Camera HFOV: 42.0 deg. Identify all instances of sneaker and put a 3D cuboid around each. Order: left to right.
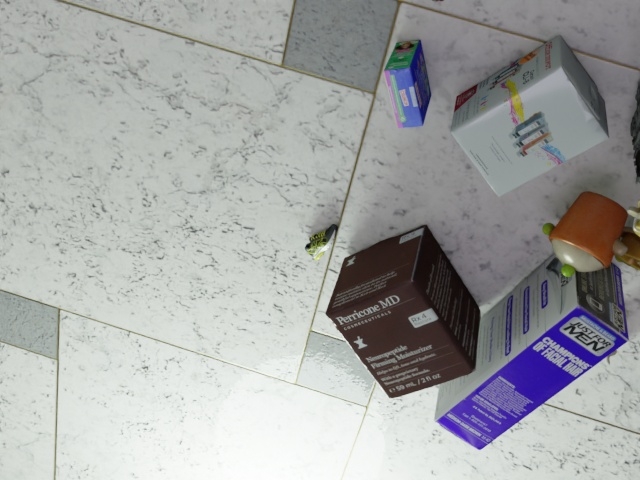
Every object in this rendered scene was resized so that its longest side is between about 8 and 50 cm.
[{"bbox_3d":[0.000,0.000,1.427,0.035,0.031,0.083,31,126,-6],"label":"sneaker"}]

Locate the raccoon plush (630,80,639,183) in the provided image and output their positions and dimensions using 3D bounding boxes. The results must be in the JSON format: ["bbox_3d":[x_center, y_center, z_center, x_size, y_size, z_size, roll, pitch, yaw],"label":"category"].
[{"bbox_3d":[0.583,-0.204,1.036,0.299,0.216,0.446,4,124,3],"label":"raccoon plush"}]

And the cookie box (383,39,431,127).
[{"bbox_3d":[0.126,-0.225,1.192,0.040,0.107,0.091,-6,121,19],"label":"cookie box"}]

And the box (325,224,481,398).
[{"bbox_3d":[0.143,0.119,1.385,0.168,0.167,0.203,-24,114,28],"label":"box"}]

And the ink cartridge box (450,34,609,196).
[{"bbox_3d":[0.293,-0.175,1.168,0.176,0.128,0.127,-29,112,29],"label":"ink cartridge box"}]

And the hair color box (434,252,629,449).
[{"bbox_3d":[0.335,0.172,1.358,0.110,0.185,0.339,33,126,-8],"label":"hair color box"}]

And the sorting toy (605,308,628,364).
[{"bbox_3d":[0.479,0.165,1.381,0.045,0.075,0.083,9,125,9],"label":"sorting toy"}]

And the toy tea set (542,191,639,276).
[{"bbox_3d":[0.454,0.031,1.144,0.200,0.336,0.124,31,87,-15],"label":"toy tea set"}]
